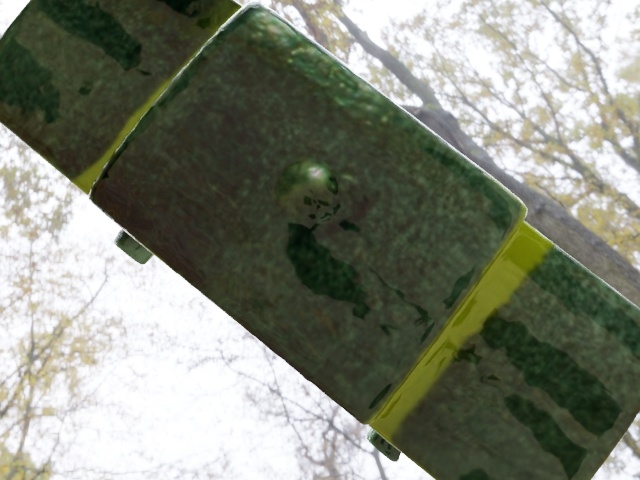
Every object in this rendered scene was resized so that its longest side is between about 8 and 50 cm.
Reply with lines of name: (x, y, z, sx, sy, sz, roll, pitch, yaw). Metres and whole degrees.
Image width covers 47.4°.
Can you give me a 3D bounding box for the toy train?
toy train: (0.000, 0.000, 0.455, 0.442, 0.272, 0.179, 38, -95, 6)
